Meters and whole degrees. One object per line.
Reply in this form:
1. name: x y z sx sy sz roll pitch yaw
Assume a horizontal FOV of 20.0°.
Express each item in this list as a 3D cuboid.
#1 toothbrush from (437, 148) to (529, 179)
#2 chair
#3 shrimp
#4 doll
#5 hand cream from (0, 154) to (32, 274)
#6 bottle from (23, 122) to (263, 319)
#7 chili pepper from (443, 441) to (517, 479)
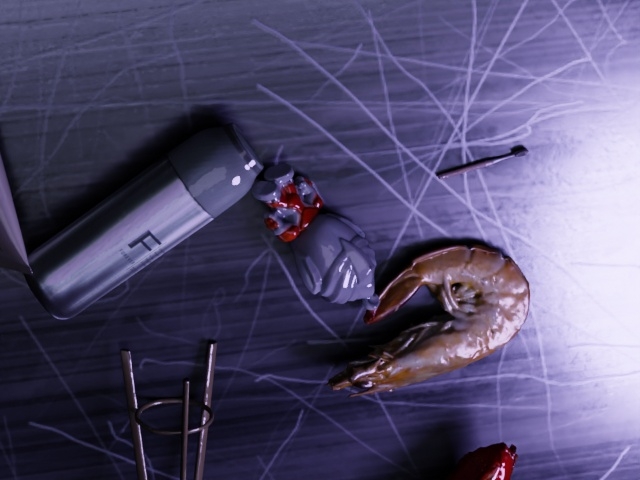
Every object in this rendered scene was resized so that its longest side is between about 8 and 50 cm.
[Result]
1. toothbrush: 0.166 -0.077 1.845 0.097 0.008 0.006 -16 101 -2
2. chair: -0.155 0.217 1.872 0.095 0.104 0.221 4 109 16
3. shrimp: 0.106 0.085 1.878 0.236 0.053 0.133 -25 117 -3
4. doll: 0.000 0.000 1.815 0.180 0.079 0.094 50 56 -17
5. hand cream: -0.326 -0.056 1.736 0.054 0.087 0.186 -31 118 -38
6. bottle: -0.170 -0.018 1.775 0.254 0.079 0.096 -36 151 6
7. chili pepper: 0.092 0.366 1.966 0.110 0.110 0.387 33 102 -21
